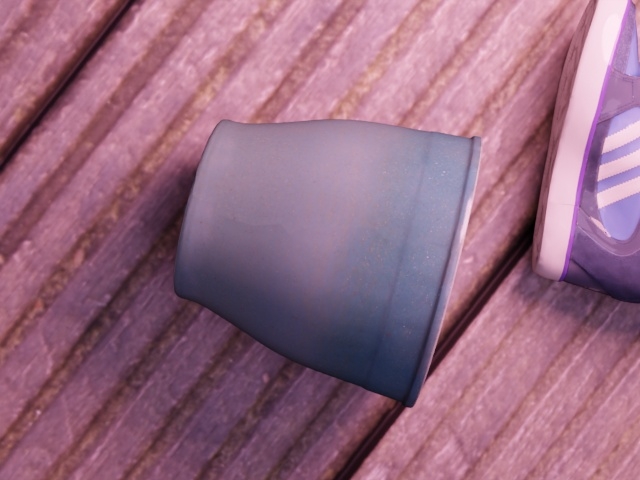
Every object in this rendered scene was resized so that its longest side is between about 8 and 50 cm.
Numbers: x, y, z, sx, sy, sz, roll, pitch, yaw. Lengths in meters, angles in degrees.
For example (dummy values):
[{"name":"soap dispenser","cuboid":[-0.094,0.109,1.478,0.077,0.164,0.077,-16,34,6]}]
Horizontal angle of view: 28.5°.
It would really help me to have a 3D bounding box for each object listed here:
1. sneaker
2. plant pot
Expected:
[{"name":"sneaker","cuboid":[0.364,-0.089,1.323,0.236,0.130,0.323,10,103,3]},{"name":"plant pot","cuboid":[0.000,0.000,1.229,0.255,0.271,0.272,14,94,2]}]
